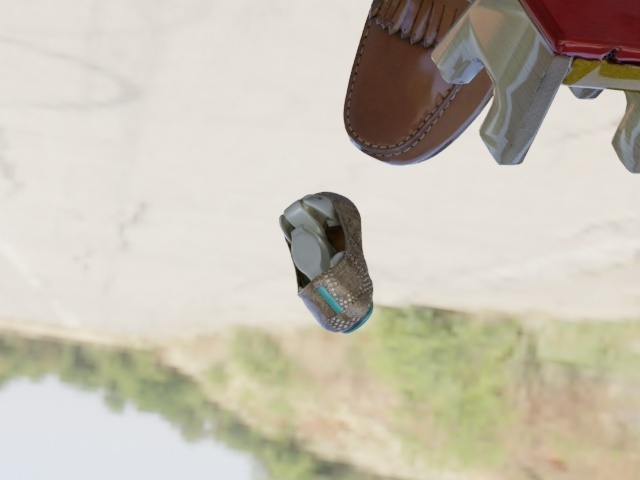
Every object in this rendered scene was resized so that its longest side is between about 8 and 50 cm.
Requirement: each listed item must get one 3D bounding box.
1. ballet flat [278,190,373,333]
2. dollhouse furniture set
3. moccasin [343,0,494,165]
[{"bbox_3d":[0.000,0.000,1.595,0.067,0.073,0.206,46,-169,-29],"label":"ballet flat"},{"bbox_3d":[0.219,-0.153,0.961,0.374,0.152,0.201,1,-135,-36],"label":"dollhouse furniture set"},{"bbox_3d":[0.118,-0.239,1.494,0.139,0.380,0.147,36,-168,29],"label":"moccasin"}]
